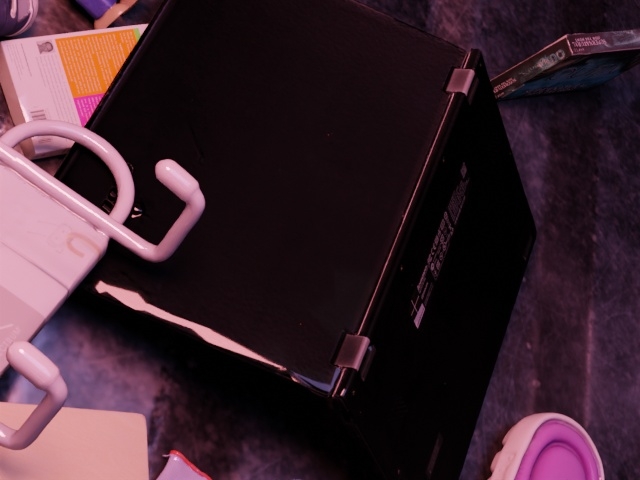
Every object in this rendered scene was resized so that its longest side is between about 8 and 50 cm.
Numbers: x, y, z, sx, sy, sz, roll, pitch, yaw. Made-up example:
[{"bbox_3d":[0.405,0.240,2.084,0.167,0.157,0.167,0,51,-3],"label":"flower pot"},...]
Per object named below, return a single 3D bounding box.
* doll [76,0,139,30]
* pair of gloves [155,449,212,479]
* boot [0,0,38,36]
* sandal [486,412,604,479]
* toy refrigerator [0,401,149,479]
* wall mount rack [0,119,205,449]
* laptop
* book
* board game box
[{"bbox_3d":[-0.231,-0.266,1.039,0.189,0.046,0.129,49,49,-11],"label":"doll"},{"bbox_3d":[-0.103,0.258,0.934,0.198,0.023,0.159,47,50,-13],"label":"pair of gloves"},{"bbox_3d":[-0.272,-0.250,0.943,0.086,0.069,0.190,-59,133,-74],"label":"boot"},{"bbox_3d":[0.193,0.336,1.075,0.169,0.102,0.416,28,57,-26],"label":"sandal"},{"bbox_3d":[-0.255,0.165,0.805,0.270,0.094,0.102,10,60,-32],"label":"toy refrigerator"},{"bbox_3d":[-0.252,-0.035,0.798,0.304,0.130,0.350,35,43,-5],"label":"wall mount rack"},{"bbox_3d":[0.000,0.000,1.099,0.382,0.236,0.408,-66,145,-32],"label":"laptop"},{"bbox_3d":[-0.192,-0.125,1.021,0.144,0.035,0.096,-15,84,-40],"label":"book"},{"bbox_3d":[0.288,-0.195,1.356,0.186,0.126,0.026,-12,80,-40],"label":"board game box"}]
